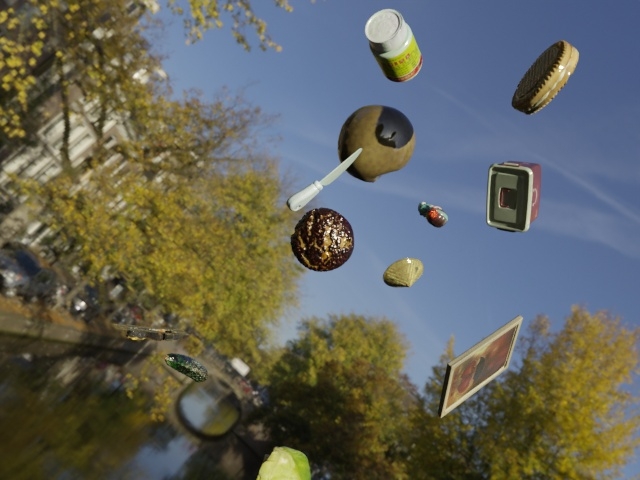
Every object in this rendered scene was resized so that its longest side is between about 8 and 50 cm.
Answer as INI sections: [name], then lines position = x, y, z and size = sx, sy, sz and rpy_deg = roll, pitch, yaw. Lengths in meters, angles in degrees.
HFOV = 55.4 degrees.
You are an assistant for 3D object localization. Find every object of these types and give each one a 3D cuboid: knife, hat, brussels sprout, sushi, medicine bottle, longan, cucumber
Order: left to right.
[sushi]
position = -0.463, 0.255, 1.646
size = 0.201, 0.031, 0.139
rpy_deg = 9, -4, -21
[cucumber]
position = -0.464, 0.434, 2.108
size = 0.067, 0.067, 0.293
rpy_deg = 37, -12, 23
[brussels sprout]
position = -0.087, 0.592, 1.489
size = 0.122, 0.149, 0.151
rpy_deg = 9, -67, 16
[knife]
position = 0.021, -0.213, 2.158
size = 0.044, 0.331, 0.080
rpy_deg = 54, 2, 21
[longan]
position = 0.217, -0.385, 2.400
size = 0.319, 0.319, 0.319
rpy_deg = 40, -14, 12
[medicine bottle]
position = 0.234, -0.617, 1.941
size = 0.139, 0.139, 0.225
rpy_deg = 35, -2, 30
[hat]
position = 0.289, 0.133, 2.053
size = 0.146, 0.146, 0.067
rpy_deg = 58, 10, -46

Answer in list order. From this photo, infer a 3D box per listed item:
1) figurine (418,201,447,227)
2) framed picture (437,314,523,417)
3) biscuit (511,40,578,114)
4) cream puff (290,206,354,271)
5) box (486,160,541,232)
[figurine]
position = 0.271, -0.068, 1.494
size = 0.060, 0.047, 0.106
rpy_deg = 40, 6, -25
[framed picture]
position = 0.436, 0.343, 1.665
size = 0.020, 0.290, 0.211
rpy_deg = 38, -39, 38
[biscuit]
position = 0.686, -0.496, 1.864
size = 0.079, 0.259, 0.259
rpy_deg = 31, -13, -7
[cream puff]
position = 0.000, 0.000, 2.204
size = 0.239, 0.239, 0.165
rpy_deg = 35, 22, 29
[box]
position = 0.817, -0.195, 2.559
size = 0.193, 0.167, 0.293
rpy_deg = 13, -64, 36
